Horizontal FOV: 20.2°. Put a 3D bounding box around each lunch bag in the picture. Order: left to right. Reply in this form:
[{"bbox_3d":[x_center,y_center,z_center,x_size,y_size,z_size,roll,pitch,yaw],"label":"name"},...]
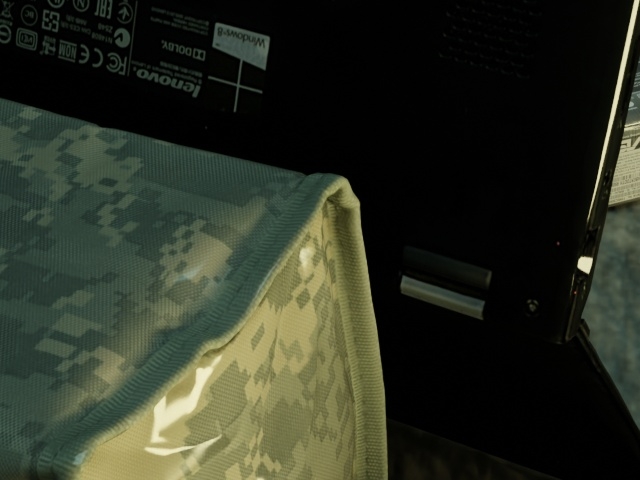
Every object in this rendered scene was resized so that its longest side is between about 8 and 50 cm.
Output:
[{"bbox_3d":[-0.106,0.103,0.618,0.235,0.287,0.169,16,45,29],"label":"lunch bag"}]

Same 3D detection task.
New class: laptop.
[{"bbox_3d":[-0.028,-0.095,0.703,0.382,0.407,0.236,17,20,24],"label":"laptop"}]

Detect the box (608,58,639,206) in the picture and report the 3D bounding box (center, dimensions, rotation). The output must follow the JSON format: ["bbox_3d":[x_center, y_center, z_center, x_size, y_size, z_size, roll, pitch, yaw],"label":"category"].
[{"bbox_3d":[0.202,-0.109,1.021,0.231,0.056,0.183,-14,40,-12],"label":"box"}]
